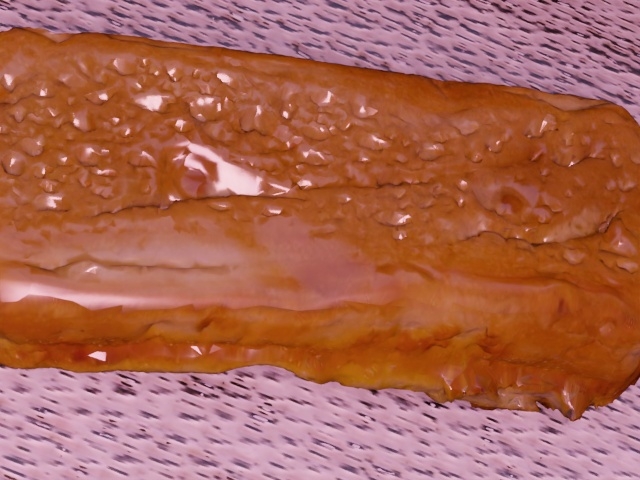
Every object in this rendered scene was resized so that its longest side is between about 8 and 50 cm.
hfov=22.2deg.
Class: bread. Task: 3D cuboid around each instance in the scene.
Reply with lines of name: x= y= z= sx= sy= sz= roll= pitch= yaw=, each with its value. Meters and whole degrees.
bread: x=0.001 y=-0.001 z=0.616 sx=0.271 sy=0.077 sz=0.139 roll=4 pitch=59 yaw=-16
